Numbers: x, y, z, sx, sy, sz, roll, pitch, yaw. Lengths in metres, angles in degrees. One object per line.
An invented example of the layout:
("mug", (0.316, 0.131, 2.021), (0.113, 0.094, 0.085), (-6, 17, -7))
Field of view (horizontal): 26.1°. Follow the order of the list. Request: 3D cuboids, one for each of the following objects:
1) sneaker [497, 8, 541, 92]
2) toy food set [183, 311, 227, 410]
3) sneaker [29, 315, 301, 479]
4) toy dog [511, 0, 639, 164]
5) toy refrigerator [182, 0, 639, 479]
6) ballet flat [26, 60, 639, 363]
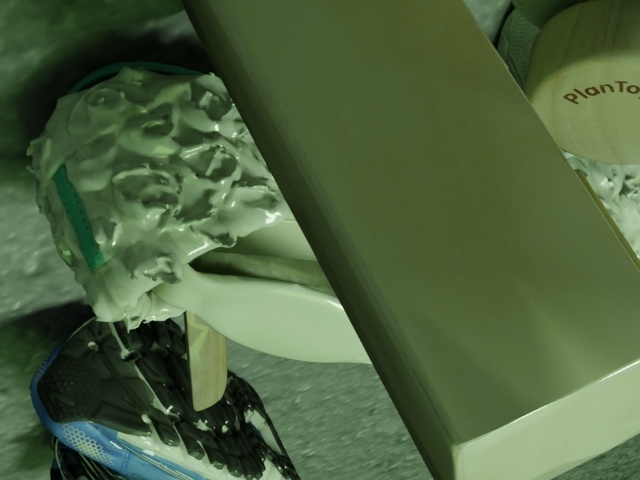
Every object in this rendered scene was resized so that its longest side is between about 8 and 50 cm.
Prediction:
("sneaker", (0.148, -0.098, 0.798), (0.085, 0.058, 0.152), (-22, 150, -22))
("toy food set", (0.000, 0.000, 0.838), (0.218, 0.071, 0.128), (-22, 131, -16))
("sneaker", (-0.117, 0.151, 0.922), (0.147, 0.130, 0.330), (-31, 155, 1))
("toy dog", (0.132, -0.176, 0.522), (0.161, 0.220, 0.333), (14, 134, -11))
("toy refrigerator", (0.031, -0.039, 0.541), (0.094, 0.269, 0.102), (-25, 154, -6))
("ballet flat", (0.042, 0.010, 0.726), (0.409, 0.147, 0.147), (5, 141, -33))
